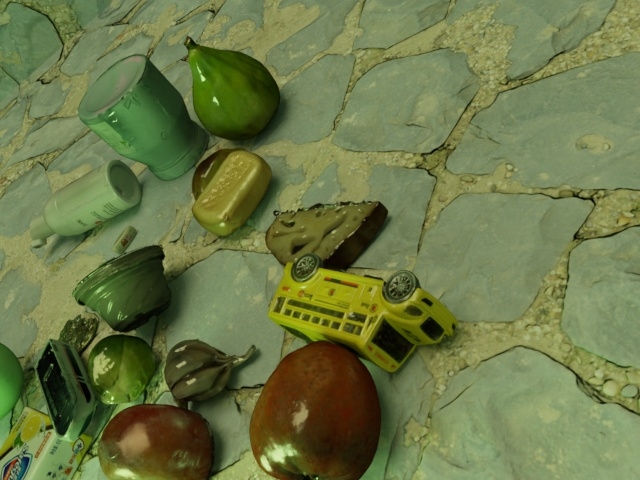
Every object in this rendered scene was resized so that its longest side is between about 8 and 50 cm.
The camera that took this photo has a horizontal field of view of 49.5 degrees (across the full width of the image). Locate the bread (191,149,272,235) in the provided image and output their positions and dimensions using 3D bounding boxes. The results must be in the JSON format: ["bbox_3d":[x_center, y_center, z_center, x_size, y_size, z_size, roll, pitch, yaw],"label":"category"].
[{"bbox_3d":[-0.205,-0.109,1.658,0.147,0.098,0.217,27,74,34],"label":"bread"}]

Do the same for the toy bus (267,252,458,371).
[{"bbox_3d":[0.067,0.130,1.223,0.330,0.144,0.152,9,66,44],"label":"toy bus"}]

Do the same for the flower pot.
[{"bbox_3d":[-0.432,0.120,1.586,0.235,0.235,0.140,-36,84,9],"label":"flower pot"}]

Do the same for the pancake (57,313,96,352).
[{"bbox_3d":[-0.621,0.241,1.754,0.130,0.022,0.116,4,62,39],"label":"pancake"}]

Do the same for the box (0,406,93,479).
[{"bbox_3d":[-0.626,0.507,1.485,0.168,0.097,0.265,6,61,41],"label":"box"}]

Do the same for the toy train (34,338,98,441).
[{"bbox_3d":[-0.546,0.332,1.515,0.407,0.088,0.086,27,90,59],"label":"toy train"}]

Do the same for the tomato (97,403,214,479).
[{"bbox_3d":[-0.322,0.387,1.278,0.214,0.155,0.180,-12,67,32],"label":"tomato"}]

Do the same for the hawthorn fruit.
[{"bbox_3d":[-0.008,0.264,1.129,0.211,0.210,0.262,-20,47,24],"label":"hawthorn fruit"}]

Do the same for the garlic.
[{"bbox_3d":[-0.219,0.253,1.371,0.194,0.127,0.131,-20,41,3],"label":"garlic"}]

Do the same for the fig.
[{"bbox_3d":[-0.255,-0.380,1.787,0.233,0.314,0.233,-11,75,47],"label":"fig"}]

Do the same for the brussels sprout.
[{"bbox_3d":[-0.430,0.277,1.503,0.155,0.155,0.117,-60,9,-18],"label":"brussels sprout"}]

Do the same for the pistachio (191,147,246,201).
[{"bbox_3d":[-0.265,-0.170,1.757,0.110,0.100,0.189,22,73,49],"label":"pistachio"}]

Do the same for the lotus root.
[{"bbox_3d":[0.000,0.000,1.434,0.261,0.074,0.170,0,58,36],"label":"lotus root"}]

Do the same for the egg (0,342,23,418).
[{"bbox_3d":[-0.853,0.346,1.700,0.270,0.220,0.220,-4,55,44],"label":"egg"}]

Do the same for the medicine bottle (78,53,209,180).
[{"bbox_3d":[-0.472,-0.326,1.903,0.245,0.290,0.245,-22,45,24],"label":"medicine bottle"}]

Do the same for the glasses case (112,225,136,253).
[{"bbox_3d":[-0.529,-0.002,1.874,0.021,0.032,0.083,14,66,48],"label":"glasses case"}]

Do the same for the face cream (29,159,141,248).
[{"bbox_3d":[-0.704,-0.093,1.997,0.370,0.145,0.145,-24,45,19],"label":"face cream"}]
